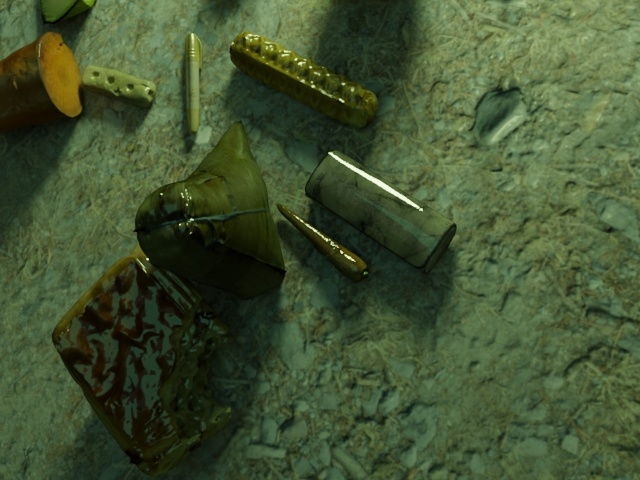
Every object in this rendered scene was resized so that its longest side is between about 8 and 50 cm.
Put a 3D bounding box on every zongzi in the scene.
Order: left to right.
[{"bbox_3d":[-0.223,-0.104,1.785,0.174,0.356,0.393,-16,71,23],"label":"zongzi"}]

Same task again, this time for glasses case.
[{"bbox_3d":[0.113,-0.060,1.807,0.299,0.060,0.114,33,90,23],"label":"glasses case"}]

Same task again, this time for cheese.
[{"bbox_3d":[-0.452,-0.347,2.093,0.194,0.043,0.065,18,79,25],"label":"cheese"}]

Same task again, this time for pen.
[{"bbox_3d":[-0.273,-0.341,2.034,0.040,0.032,0.233,-3,77,-5],"label":"pen"}]

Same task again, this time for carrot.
[{"bbox_3d":[-0.680,-0.339,2.097,0.254,0.196,0.196,-13,73,17],"label":"carrot"},{"bbox_3d":[0.000,0.000,1.845,0.254,0.049,0.049,40,93,26],"label":"carrot"}]

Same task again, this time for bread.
[{"bbox_3d":[-0.314,0.231,1.831,0.314,0.191,0.370,-44,79,0],"label":"bread"},{"bbox_3d":[-0.040,-0.333,1.922,0.367,0.084,0.077,30,46,22],"label":"bread"}]

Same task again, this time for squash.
[{"bbox_3d":[-0.581,-0.586,2.190,0.184,0.085,0.192,-28,64,43],"label":"squash"}]
